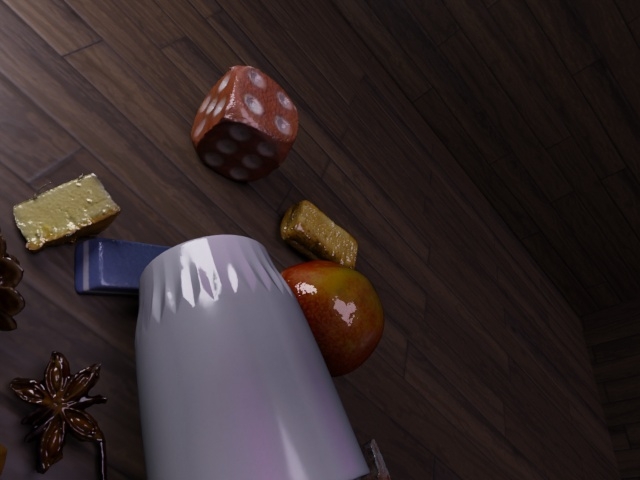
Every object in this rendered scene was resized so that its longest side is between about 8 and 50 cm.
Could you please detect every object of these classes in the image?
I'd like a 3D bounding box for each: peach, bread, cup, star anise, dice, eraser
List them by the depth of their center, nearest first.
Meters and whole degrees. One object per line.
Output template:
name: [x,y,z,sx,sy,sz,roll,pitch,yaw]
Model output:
star anise: [-0.295,0.226,0.516,0.097,0.070,0.191,-18,79,-26]
cup: [-0.113,0.198,0.583,0.253,0.253,0.372,12,44,-45]
bread: [-0.365,-0.044,0.611,0.084,0.080,0.109,58,33,3]
eraser: [-0.268,0.049,0.695,0.225,0.036,0.082,11,56,-46]
peach: [0.005,0.141,0.805,0.231,0.231,0.231,30,44,-34]
dice: [-0.159,-0.242,0.923,0.173,0.174,0.179,28,44,-36]
bread: [0.000,0.000,1.014,0.211,0.083,0.114,37,46,-27]

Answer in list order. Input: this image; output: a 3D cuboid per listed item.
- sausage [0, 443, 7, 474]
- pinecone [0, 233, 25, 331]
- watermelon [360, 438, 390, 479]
sausage: [-0.382,0.313,0.302,0.134,0.115,0.354,50,37,-35]
pinecone: [-0.417,0.035,0.415,0.185,0.169,0.212,27,40,31]
watermelon: [0.118,0.501,0.800,0.154,0.094,0.241,15,51,-53]
